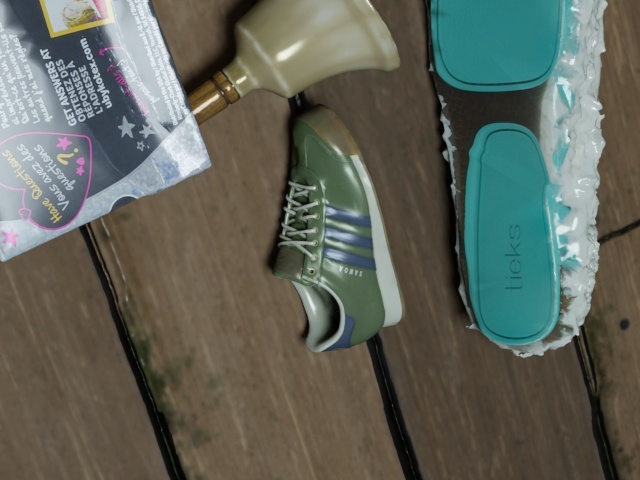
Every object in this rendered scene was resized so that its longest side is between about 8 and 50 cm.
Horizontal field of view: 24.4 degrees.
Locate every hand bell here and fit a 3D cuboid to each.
[{"bbox_3d":[-0.076,-0.105,1.060,0.242,0.126,0.126,-37,115,-5],"label":"hand bell"}]

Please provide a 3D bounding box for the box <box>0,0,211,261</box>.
[{"bbox_3d":[-0.195,-0.101,0.901,0.142,0.247,0.163,-26,111,-19],"label":"box"}]

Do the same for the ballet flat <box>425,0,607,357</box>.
[{"bbox_3d":[0.165,-0.113,1.176,0.147,0.147,0.409,-9,107,-26],"label":"ballet flat"}]

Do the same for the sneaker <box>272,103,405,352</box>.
[{"bbox_3d":[0.000,0.000,1.127,0.086,0.064,0.192,-30,115,-25],"label":"sneaker"}]
